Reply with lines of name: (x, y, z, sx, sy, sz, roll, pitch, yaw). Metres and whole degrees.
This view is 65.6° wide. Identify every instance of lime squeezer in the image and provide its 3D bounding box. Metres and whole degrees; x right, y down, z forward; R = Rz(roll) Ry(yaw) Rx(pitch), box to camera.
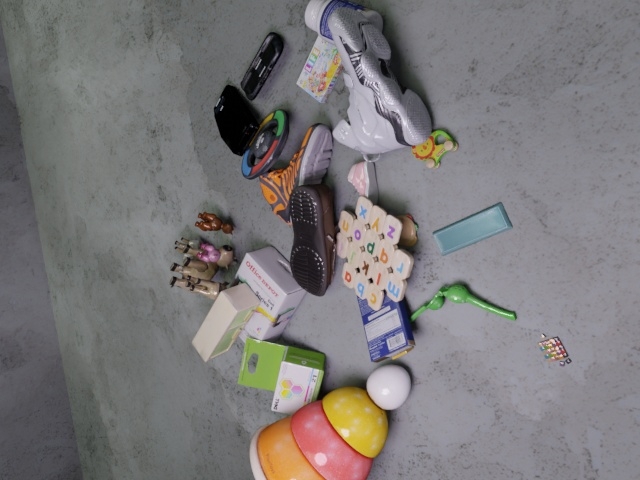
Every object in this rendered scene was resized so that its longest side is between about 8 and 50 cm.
lime squeezer: (0.324, 0.165, 1.262, 0.310, 0.058, 0.110, -15, 120, 37)

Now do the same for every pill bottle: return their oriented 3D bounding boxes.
pill bottle: (0.055, -0.553, 1.267, 0.187, 0.112, 0.112, 35, 118, 26)

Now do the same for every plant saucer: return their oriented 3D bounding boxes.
plant saucer: (0.361, -0.024, 1.206, 0.192, 0.018, 0.067, -28, 82, 39)

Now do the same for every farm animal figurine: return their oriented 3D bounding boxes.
farm animal figurine: (-0.376, 0.090, 1.674, 0.327, 0.172, 0.330, -36, 42, 40)

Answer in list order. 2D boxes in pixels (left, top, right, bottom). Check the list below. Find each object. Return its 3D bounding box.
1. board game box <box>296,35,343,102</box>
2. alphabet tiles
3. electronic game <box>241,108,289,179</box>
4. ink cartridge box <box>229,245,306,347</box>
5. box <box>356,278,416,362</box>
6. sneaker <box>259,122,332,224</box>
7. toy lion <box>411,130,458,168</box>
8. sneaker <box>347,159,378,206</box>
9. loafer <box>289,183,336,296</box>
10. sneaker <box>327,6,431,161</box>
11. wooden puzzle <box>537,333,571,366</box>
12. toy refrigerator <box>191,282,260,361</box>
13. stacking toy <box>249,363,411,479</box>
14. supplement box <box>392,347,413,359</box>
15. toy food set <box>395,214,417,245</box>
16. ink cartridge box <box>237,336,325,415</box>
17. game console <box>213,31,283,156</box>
board game box: (0.006, -0.475, 1.375, 0.103, 0.026, 0.154, 43, 122, 23)
alphabet tiles: (0.135, 0.035, 1.329, 0.284, 0.021, 0.277, 39, 130, 43)
electronic game: (-0.165, -0.283, 1.466, 0.229, 0.048, 0.229, -36, 39, 37)
ink cartridge box: (-0.188, 0.188, 1.603, 0.201, 0.117, 0.278, 44, 123, 22)
box: (0.171, 0.201, 1.350, 0.136, 0.037, 0.225, -35, 53, 37)
sneaker: (-0.087, -0.204, 1.440, 0.180, 0.125, 0.321, 32, 117, 27)
toy lion: (0.274, -0.232, 1.223, 0.100, 0.034, 0.096, -46, 64, 34)
sneaker: (0.113, -0.148, 1.348, 0.070, 0.051, 0.134, -2, 95, 40)
loafer: (0.000, 0.000, 1.420, 0.134, 0.130, 0.365, 24, 130, 31)
sneaker: (0.094, -0.358, 1.209, 0.210, 0.137, 0.365, -23, 109, 46)
wooden puzzle: (0.532, 0.252, 1.139, 0.049, 0.006, 0.083, -33, 79, 37)
toy refrigerator: (-0.298, 0.263, 1.564, 0.094, 0.102, 0.269, 48, 125, 20)
stacking toy: (0.073, 0.533, 1.377, 0.480, 0.351, 0.350, -45, 70, 9)
supplement box: (0.207, 0.276, 1.368, 0.055, 0.043, 0.083, -36, 77, 37)
toy food set: (0.217, -0.028, 1.312, 0.083, 0.020, 0.082, 9, 105, 36)
ink cartridge box: (-0.129, 0.428, 1.547, 0.255, 0.097, 0.188, 12, 110, -1)
game console: (-0.211, -0.450, 1.509, 0.361, 0.044, 0.213, -52, 53, 29)
